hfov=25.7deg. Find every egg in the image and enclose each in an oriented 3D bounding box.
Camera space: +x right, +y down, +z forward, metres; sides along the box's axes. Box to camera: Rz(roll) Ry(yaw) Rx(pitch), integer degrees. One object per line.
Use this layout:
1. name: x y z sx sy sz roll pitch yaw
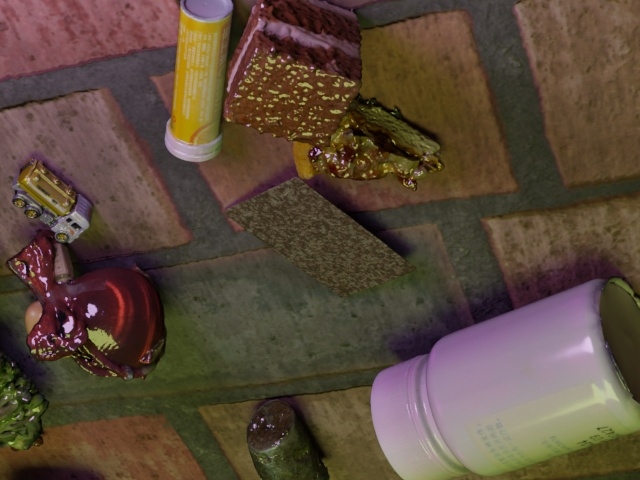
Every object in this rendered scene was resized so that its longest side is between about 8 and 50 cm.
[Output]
1. egg: -0.388 0.125 2.052 0.080 0.080 0.096 -31 110 34

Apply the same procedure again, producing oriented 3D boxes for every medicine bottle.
1. medicine bottle: -0.145 -0.196 1.680 0.074 0.074 0.218 8 136 -2
2. medicine bottle: 0.274 0.208 1.961 0.379 0.213 0.213 -23 130 28

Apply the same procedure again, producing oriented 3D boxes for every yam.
1. yam: -0.058 0.339 2.232 0.107 0.107 0.183 -7 134 14

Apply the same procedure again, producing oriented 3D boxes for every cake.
1. cake: -0.029 -0.203 1.602 0.135 0.147 0.134 19 138 -13

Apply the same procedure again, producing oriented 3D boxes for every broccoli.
1. broccoli: -0.563 0.264 2.103 0.288 0.245 0.248 21 145 -8

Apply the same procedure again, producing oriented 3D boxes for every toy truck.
1. toy truck: -0.358 -0.055 1.873 0.063 0.052 0.123 -31 125 26

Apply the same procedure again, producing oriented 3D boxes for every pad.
1. pad: 0.000 0.000 1.899 0.235 0.003 0.158 37 142 -28

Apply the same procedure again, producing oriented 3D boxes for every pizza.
1. pizza: 0.061 -0.108 1.748 0.194 0.069 0.154 13 136 -1

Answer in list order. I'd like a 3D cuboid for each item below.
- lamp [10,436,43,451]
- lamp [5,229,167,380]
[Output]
1. lamp: -0.498 0.312 2.306 0.063 0.031 0.083 -14 130 18
2. lamp: -0.307 0.092 1.958 0.151 0.215 0.223 -31 150 17
